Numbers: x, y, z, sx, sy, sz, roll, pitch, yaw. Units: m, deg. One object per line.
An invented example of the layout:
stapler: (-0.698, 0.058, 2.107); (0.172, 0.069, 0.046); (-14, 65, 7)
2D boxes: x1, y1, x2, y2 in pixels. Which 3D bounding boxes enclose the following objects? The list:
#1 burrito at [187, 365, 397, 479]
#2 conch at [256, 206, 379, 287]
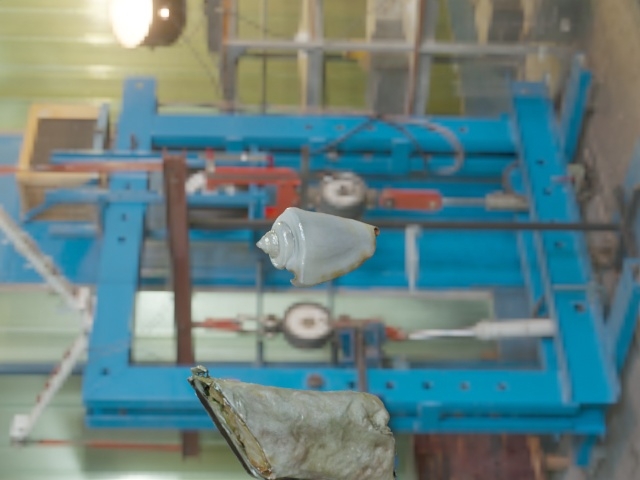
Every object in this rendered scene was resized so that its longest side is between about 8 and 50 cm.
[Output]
burrito: (-0.033, 0.295, 1.935); (0.107, 0.348, 0.175); (-48, 38, 44)
conch: (-0.004, 0.008, 1.827); (0.094, 0.176, 0.104); (-58, 38, 36)
